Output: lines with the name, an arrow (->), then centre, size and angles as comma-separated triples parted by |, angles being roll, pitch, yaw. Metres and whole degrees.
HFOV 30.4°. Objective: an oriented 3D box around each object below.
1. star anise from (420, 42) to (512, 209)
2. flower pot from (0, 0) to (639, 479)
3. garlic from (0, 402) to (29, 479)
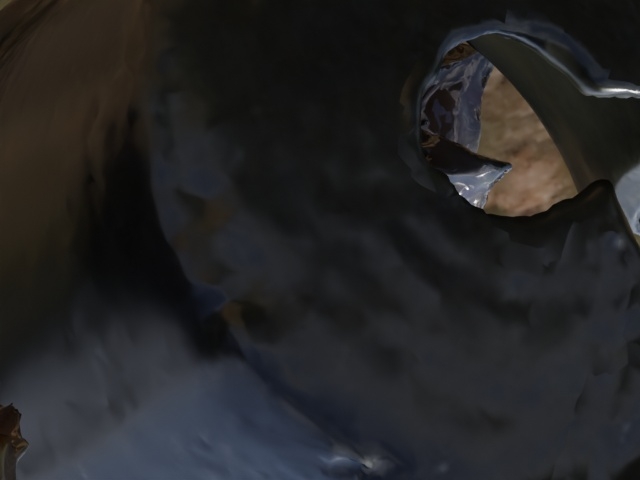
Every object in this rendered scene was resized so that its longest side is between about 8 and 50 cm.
star anise -> -0.001, 0.002, 0.761 | 0.118, 0.331, 0.332 | 30, 140, -17
flower pot -> 0.011, -0.007, 0.450 | 0.380, 0.379, 0.251 | -9, 170, -17
garlic -> -0.197, 0.045, 0.330 | 0.214, 0.191, 0.160 | -39, -166, 27
